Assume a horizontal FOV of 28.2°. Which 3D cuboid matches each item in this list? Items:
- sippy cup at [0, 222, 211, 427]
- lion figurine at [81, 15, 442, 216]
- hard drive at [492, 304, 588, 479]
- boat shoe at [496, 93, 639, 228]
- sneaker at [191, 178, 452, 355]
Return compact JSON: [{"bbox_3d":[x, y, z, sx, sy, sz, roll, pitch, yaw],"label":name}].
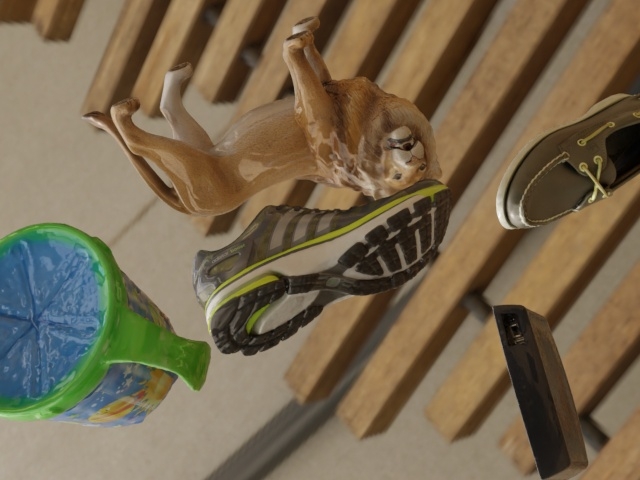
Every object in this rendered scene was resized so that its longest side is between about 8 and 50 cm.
[{"bbox_3d":[-0.289,0.124,1.537,0.305,0.240,0.224,47,-176,32],"label":"sippy cup"},{"bbox_3d":[-0.065,-0.113,1.528,0.392,0.240,0.142,-17,-160,8],"label":"lion figurine"},{"bbox_3d":[0.322,0.219,1.845,0.172,0.054,0.255,25,-131,-64],"label":"hard drive"},{"bbox_3d":[0.353,-0.103,1.670,0.305,0.109,0.091,-34,-147,-30],"label":"boat shoe"},{"bbox_3d":[0.000,0.000,1.301,0.299,0.111,0.121,-23,-131,-19],"label":"sneaker"}]
